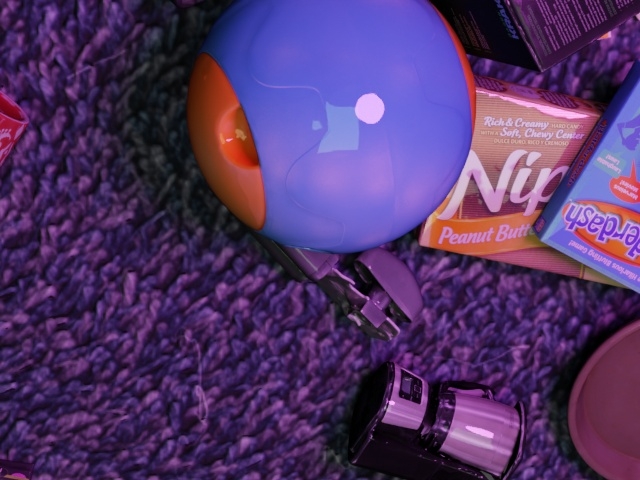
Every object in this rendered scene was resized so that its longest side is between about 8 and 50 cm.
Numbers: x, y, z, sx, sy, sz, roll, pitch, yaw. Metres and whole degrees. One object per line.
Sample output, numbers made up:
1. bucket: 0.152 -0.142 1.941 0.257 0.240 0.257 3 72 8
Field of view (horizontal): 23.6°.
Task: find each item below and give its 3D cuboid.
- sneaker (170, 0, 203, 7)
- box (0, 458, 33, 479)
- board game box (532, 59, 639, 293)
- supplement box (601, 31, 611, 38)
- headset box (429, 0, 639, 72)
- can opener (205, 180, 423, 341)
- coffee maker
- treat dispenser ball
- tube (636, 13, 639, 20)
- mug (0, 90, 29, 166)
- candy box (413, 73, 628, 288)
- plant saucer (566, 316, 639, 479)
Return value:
1. sneaker: -0.206 -0.428 1.465 0.202 0.185 0.482 -35 106 5
2. box: -0.373 0.303 1.785 0.062 0.052 0.083 11 108 -8
3. board game box: 0.344 -0.058 1.597 0.160 0.047 0.210 26 104 -12
4. supplement box: 0.261 -0.234 1.596 0.062 0.098 0.036 -10 110 1
5. headset box: 0.158 -0.311 1.478 0.131 0.283 0.246 -31 110 -8
6. can opener: 0.000 0.000 1.697 0.283 0.076 0.095 47 69 -16
7. coffee maker: 0.123 0.236 1.747 0.178 0.120 0.171 19 108 -8
8. treat dispenser ball: 0.011 -0.130 1.522 0.288 0.288 0.288 -1 110 -2
9. tube: 0.286 -0.334 1.589 0.240 0.070 0.062 38 61 -18
10. mug: -0.408 -0.096 1.614 0.150 0.113 0.169 36 101 -15
11. candy box: 0.274 -0.059 1.664 0.317 0.087 0.182 12 107 -7
12. plant saucer: 0.417 0.177 1.751 0.278 0.041 0.277 -1 124 -2
